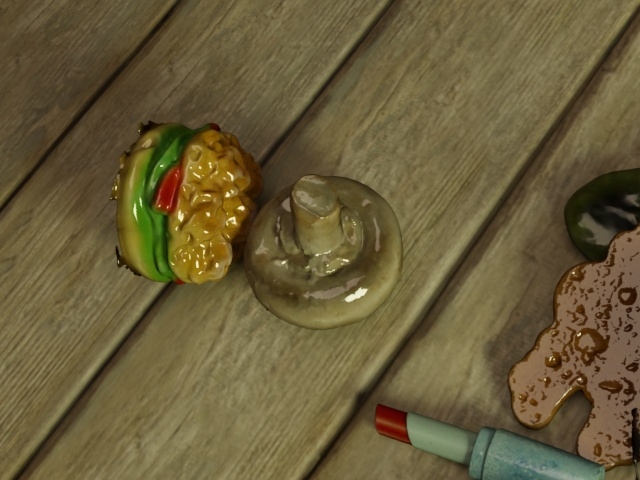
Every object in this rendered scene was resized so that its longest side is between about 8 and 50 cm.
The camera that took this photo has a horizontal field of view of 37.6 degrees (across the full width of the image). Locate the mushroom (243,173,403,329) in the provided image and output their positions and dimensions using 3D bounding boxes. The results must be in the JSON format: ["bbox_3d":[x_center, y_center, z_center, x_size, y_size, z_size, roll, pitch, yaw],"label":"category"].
[{"bbox_3d":[0.000,0.000,1.170,0.207,0.215,0.207,-3,62,6],"label":"mushroom"}]

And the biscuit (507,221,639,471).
[{"bbox_3d":[0.346,0.113,1.091,0.186,0.044,0.295,33,89,24],"label":"biscuit"}]

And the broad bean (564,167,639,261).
[{"bbox_3d":[0.411,-0.027,1.154,0.206,0.072,0.153,-16,60,20],"label":"broad bean"}]

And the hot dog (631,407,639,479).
[{"bbox_3d":[0.416,0.207,0.943,0.107,0.326,0.194,5,34,-12],"label":"hot dog"}]

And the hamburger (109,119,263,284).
[{"bbox_3d":[-0.159,-0.050,1.239,0.148,0.237,0.237,6,67,17],"label":"hamburger"}]

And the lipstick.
[{"bbox_3d":[0.184,0.244,1.084,0.274,0.061,0.068,13,86,28],"label":"lipstick"}]
